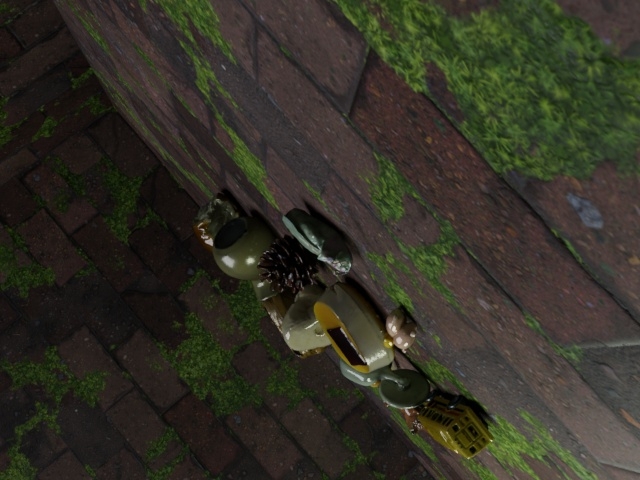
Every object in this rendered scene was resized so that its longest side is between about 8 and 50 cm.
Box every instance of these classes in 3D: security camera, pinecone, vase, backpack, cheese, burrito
[{"bbox_3d":[0.202,0.415,1.938,0.302,0.157,0.080,23,132,35],"label":"security camera"},{"bbox_3d":[-0.110,0.087,2.030,0.207,0.208,0.207,47,168,13],"label":"pinecone"},{"bbox_3d":[-0.261,0.035,2.433,0.302,0.241,0.329,50,-158,-35],"label":"vase"},{"bbox_3d":[-0.094,0.304,2.546,0.378,0.201,0.353,47,-177,-7],"label":"backpack"},{"bbox_3d":[-0.034,0.286,2.270,0.251,0.248,0.173,45,168,52],"label":"cheese"},{"bbox_3d":[0.000,0.000,1.606,0.229,0.089,0.144,40,179,43],"label":"burrito"}]

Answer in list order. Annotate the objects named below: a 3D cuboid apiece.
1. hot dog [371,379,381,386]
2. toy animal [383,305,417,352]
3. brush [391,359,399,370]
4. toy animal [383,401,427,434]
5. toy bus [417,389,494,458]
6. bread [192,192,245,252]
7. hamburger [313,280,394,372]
[{"bbox_3d":[0.165,0.490,2.536,0.249,0.102,0.076,46,127,5],"label":"hot dog"},{"bbox_3d":[0.212,0.224,1.572,0.082,0.091,0.114,22,124,31],"label":"toy animal"},{"bbox_3d":[0.198,0.367,2.078,0.072,0.067,0.312,42,164,39],"label":"brush"},{"bbox_3d":[0.330,0.623,2.364,0.312,0.097,0.157,48,156,22],"label":"toy animal"},{"bbox_3d":[0.368,0.516,1.760,0.121,0.123,0.335,50,168,0],"label":"toy bus"},{"bbox_3d":[-0.417,-0.043,2.671,0.279,0.225,0.250,49,170,-16],"label":"bread"},{"bbox_3d":[0.110,0.257,1.860,0.295,0.151,0.227,63,158,-15],"label":"hamburger"}]
